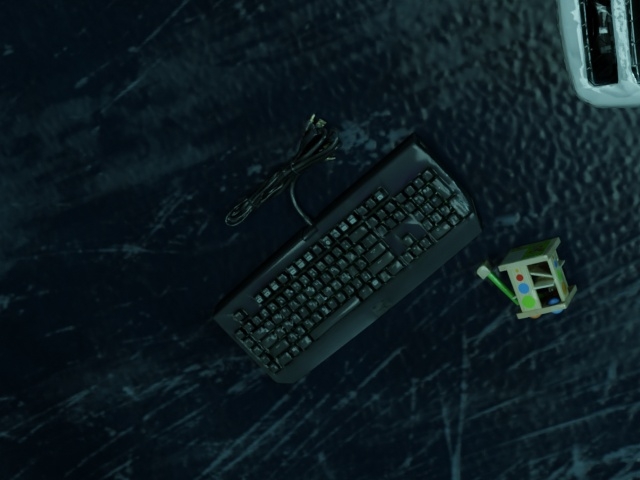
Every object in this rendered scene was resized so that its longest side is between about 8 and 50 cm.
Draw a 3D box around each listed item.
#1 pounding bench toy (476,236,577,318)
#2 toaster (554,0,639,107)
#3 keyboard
[{"bbox_3d":[0.202,0.044,1.690,0.083,0.052,0.065,-14,104,26],"label":"pounding bench toy"},{"bbox_3d":[0.277,-0.208,1.510,0.129,0.146,0.227,0,110,23],"label":"toaster"},{"bbox_3d":[0.000,0.000,1.767,0.201,0.033,0.317,48,118,-1],"label":"keyboard"}]
